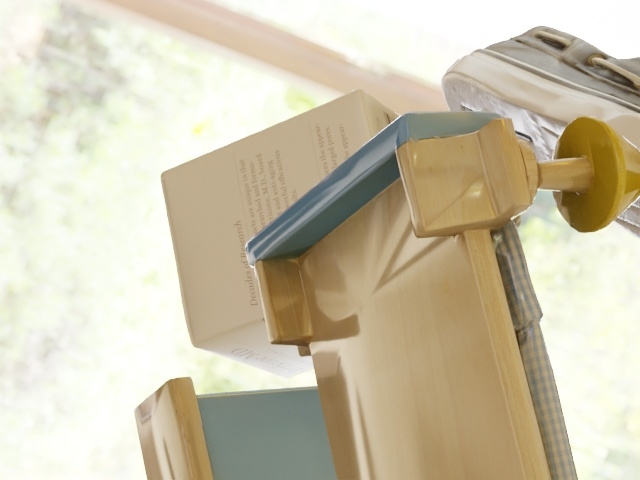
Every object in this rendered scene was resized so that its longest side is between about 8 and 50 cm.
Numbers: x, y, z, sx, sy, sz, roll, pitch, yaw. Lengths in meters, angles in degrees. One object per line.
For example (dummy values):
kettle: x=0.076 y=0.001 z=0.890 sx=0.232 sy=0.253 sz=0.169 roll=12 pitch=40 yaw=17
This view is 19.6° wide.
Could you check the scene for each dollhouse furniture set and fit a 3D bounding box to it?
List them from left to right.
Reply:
dollhouse furniture set: x=0.087 y=0.126 z=0.775 sx=0.303 sy=0.198 sz=0.286 roll=-41 pitch=-123 yaw=54

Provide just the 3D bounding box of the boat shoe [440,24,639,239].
boat shoe: x=0.229 y=-0.094 z=1.396 sx=0.119 sy=0.335 sz=0.121 roll=-40 pitch=133 yaw=-15

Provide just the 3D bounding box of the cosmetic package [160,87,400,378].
cosmetic package: x=0.000 y=0.000 z=1.437 sx=0.151 sy=0.184 sz=0.151 roll=26 pitch=47 yaw=-58
